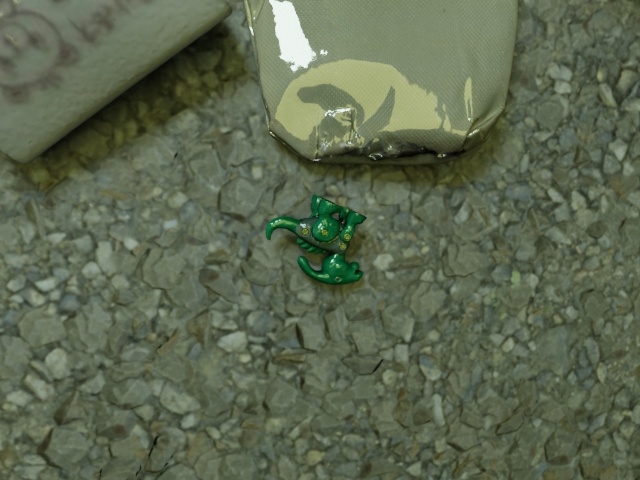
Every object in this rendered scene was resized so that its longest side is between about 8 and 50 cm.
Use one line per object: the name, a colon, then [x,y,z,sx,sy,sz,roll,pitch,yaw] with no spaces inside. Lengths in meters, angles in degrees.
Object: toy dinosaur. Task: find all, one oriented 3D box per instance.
toy dinosaur: [0.000,0.000,0.556,0.132,0.059,0.096,18,97,-18]

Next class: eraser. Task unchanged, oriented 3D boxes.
eraser: [-0.244,-0.219,0.454,0.270,0.095,0.174,-35,121,2]

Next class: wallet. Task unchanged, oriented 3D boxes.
wallet: [0.076,-0.225,0.550,0.335,0.068,0.274,1,90,-3]
